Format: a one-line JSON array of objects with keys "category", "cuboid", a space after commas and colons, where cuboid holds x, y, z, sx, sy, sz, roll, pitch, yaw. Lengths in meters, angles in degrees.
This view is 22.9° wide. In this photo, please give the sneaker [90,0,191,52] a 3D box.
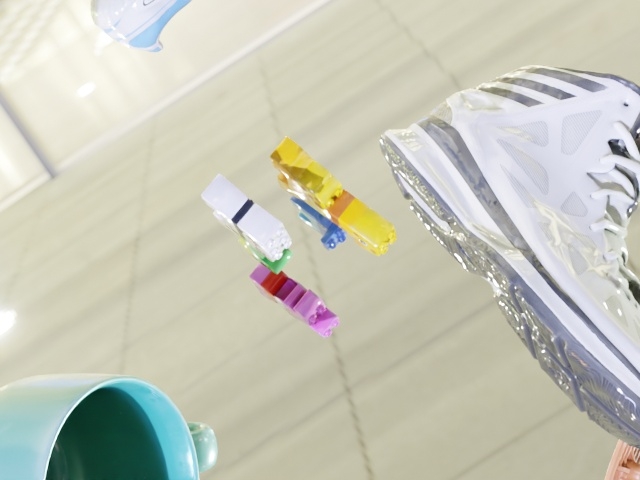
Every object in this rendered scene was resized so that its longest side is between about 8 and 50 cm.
[{"category": "sneaker", "cuboid": [-0.113, -0.274, 1.413, 0.237, 0.086, 0.085, -51, 47, 11]}]

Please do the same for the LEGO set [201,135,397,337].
[{"category": "LEGO set", "cuboid": [0.000, 0.000, 1.096, 0.087, 0.093, 0.227, -51, -17, -8]}]

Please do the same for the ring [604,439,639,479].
[{"category": "ring", "cuboid": [0.399, 0.274, 1.769, 0.032, 0.336, 0.336, 17, 46, 34]}]

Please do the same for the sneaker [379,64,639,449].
[{"category": "sneaker", "cuboid": [0.271, -0.022, 1.529, 0.257, 0.169, 0.447, -34, 56, -4]}]

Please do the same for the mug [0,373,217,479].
[{"category": "mug", "cuboid": [-0.138, 0.144, 0.888, 0.097, 0.158, 0.129, -4, 65, 33]}]
